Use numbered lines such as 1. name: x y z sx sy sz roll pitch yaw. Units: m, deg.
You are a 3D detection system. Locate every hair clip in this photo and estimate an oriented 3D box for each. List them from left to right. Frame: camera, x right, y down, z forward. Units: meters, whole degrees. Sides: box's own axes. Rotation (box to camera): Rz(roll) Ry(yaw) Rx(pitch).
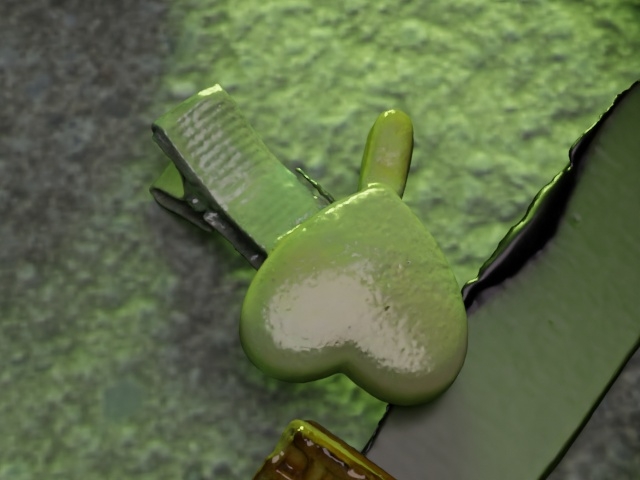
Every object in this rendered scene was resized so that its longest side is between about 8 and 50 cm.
1. hair clip: 0.002 -0.003 0.977 0.159 0.071 0.218 -41 69 -15

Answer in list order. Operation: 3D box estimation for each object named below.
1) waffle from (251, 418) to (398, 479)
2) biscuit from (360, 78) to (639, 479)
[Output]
1. waffle: 0.023 0.170 0.917 0.148 0.042 0.102 33 101 10
2. biscuit: 0.131 0.041 1.002 0.099 0.038 0.322 35 69 6
